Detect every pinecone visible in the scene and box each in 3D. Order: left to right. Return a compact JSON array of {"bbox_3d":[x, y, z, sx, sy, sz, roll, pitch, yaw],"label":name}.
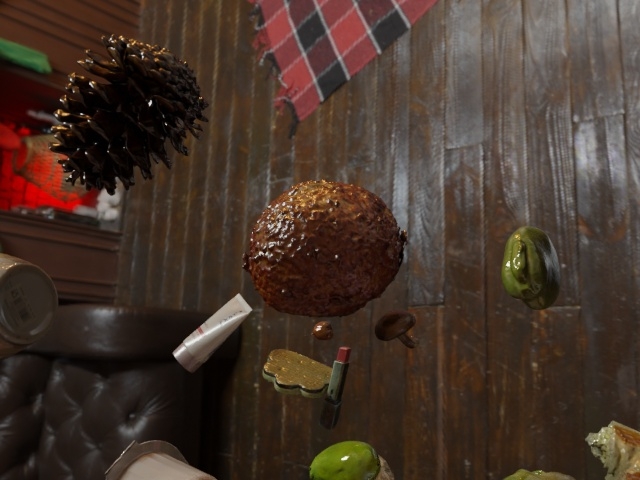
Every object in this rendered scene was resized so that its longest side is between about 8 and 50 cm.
[{"bbox_3d":[-0.338,-0.209,1.063,0.292,0.246,0.246,-45,54,5],"label":"pinecone"}]

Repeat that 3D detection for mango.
[{"bbox_3d":[0.040,0.436,1.194,0.165,0.074,0.091,-21,32,32],"label":"mango"}]

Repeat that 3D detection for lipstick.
[{"bbox_3d":[0.052,0.465,1.974,0.051,0.051,0.312,21,115,24],"label":"lipstick"}]

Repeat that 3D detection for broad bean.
[{"bbox_3d":[0.592,0.080,1.725,0.119,0.291,0.238,-18,95,34],"label":"broad bean"}]

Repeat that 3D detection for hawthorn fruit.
[{"bbox_3d":[-0.005,0.314,2.089,0.103,0.067,0.066,-24,66,23],"label":"hawthorn fruit"}]

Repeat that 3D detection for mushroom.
[{"bbox_3d":[0.160,0.180,1.258,0.088,0.129,0.072,-36,52,12],"label":"mushroom"}]

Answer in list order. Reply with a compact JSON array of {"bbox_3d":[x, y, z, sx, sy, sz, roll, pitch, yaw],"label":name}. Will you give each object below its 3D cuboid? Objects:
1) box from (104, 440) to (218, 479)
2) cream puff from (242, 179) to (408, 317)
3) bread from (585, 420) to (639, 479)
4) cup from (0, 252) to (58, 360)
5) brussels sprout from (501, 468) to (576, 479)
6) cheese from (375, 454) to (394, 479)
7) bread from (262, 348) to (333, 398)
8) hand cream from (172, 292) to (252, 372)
[{"bbox_3d":[-0.328,0.612,1.413,0.206,0.291,0.262,1,78,40],"label":"box"},{"bbox_3d":[-0.002,0.004,1.263,0.351,0.228,0.350,-11,46,12],"label":"cream puff"},{"bbox_3d":[0.758,0.571,1.444,0.192,0.314,0.171,8,114,4],"label":"bread"},{"bbox_3d":[-0.612,0.080,1.068,0.257,0.227,0.301,-9,116,23],"label":"cup"},{"bbox_3d":[0.503,0.680,1.464,0.328,0.328,0.247,-38,59,29],"label":"brussels sprout"},{"bbox_3d":[0.067,0.775,1.870,0.326,0.318,0.115,-35,92,11],"label":"cheese"},{"bbox_3d":[-0.079,0.455,2.063,0.287,0.207,0.056,18,115,30],"label":"bread"},{"bbox_3d":[-0.297,0.257,1.729,0.248,0.083,0.133,-46,30,-8],"label":"hand cream"}]
